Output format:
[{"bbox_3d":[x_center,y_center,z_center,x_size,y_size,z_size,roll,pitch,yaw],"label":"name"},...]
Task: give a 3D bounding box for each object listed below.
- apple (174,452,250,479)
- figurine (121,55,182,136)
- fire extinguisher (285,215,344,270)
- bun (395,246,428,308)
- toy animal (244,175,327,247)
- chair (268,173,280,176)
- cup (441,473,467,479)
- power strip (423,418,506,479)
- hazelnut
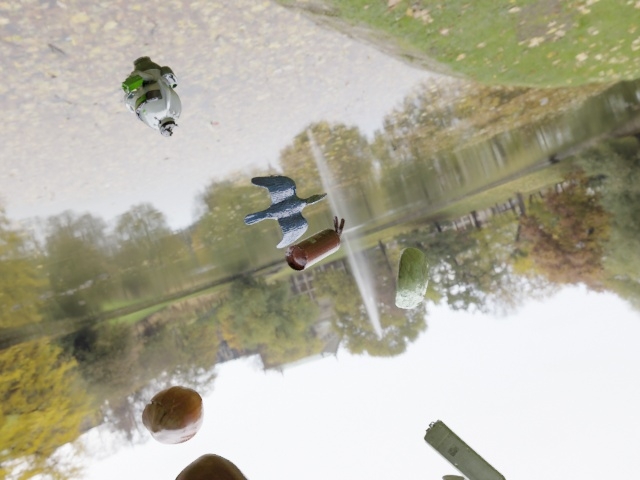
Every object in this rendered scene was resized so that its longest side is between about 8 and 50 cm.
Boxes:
[{"bbox_3d":[-0.368,0.917,1.992,0.316,0.289,0.288,18,-155,40],"label":"apple"},{"bbox_3d":[-0.363,-0.310,1.240,0.126,0.193,0.147,-21,161,-16],"label":"figurine"},{"bbox_3d":[0.000,0.000,2.264,0.106,0.148,0.337,18,-152,29],"label":"fire extinguisher"},{"bbox_3d":[0.323,0.129,1.991,0.108,0.222,0.221,4,-178,10],"label":"bun"},{"bbox_3d":[-0.112,-0.108,1.782,0.255,0.239,0.176,-25,-173,-18],"label":"toy animal"},{"bbox_3d":[-0.196,-0.247,2.308,0.086,0.037,0.042,10,-115,57],"label":"chair"},{"bbox_3d":[0.423,0.885,1.748,0.173,0.300,0.167,-3,161,34],"label":"cup"},{"bbox_3d":[0.405,0.612,1.587,0.078,0.272,0.052,-51,169,1],"label":"power strip"},{"bbox_3d":[-0.432,0.528,1.684,0.182,0.182,0.182,-20,178,-1],"label":"hazelnut"}]
